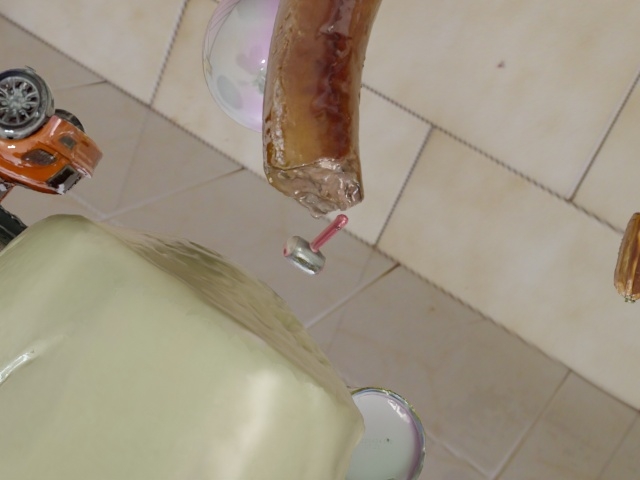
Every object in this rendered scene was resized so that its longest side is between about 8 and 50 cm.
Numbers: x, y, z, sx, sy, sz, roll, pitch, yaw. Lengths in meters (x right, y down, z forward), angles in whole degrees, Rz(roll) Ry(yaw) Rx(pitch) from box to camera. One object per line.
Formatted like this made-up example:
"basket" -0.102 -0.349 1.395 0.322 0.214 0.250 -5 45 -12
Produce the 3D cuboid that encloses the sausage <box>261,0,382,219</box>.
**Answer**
"sausage" 0.017 -0.168 0.786 0.102 0.076 0.302 12 81 18

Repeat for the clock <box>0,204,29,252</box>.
"clock" -0.420 0.016 1.334 0.312 0.312 0.061 41 92 12

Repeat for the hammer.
"hammer" 0.000 0.000 1.144 0.052 0.031 0.083 35 115 -28

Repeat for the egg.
"egg" -0.050 -0.245 1.320 0.196 0.271 0.196 0 131 0

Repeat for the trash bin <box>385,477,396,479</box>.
"trash bin" -0.021 0.434 1.061 0.381 0.259 0.295 -13 126 18

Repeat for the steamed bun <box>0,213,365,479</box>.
"steamed bun" -0.186 0.160 0.817 0.290 0.456 0.371 32 80 -24

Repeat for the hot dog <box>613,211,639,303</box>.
"hot dog" 0.378 0.018 1.272 0.037 0.122 0.049 -9 143 47

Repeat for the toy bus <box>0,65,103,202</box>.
"toy bus" -0.363 -0.110 0.922 0.329 0.143 0.153 25 83 4

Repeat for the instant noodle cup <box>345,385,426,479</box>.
"instant noodle cup" 0.053 0.297 1.527 0.205 0.205 0.153 61 150 1
